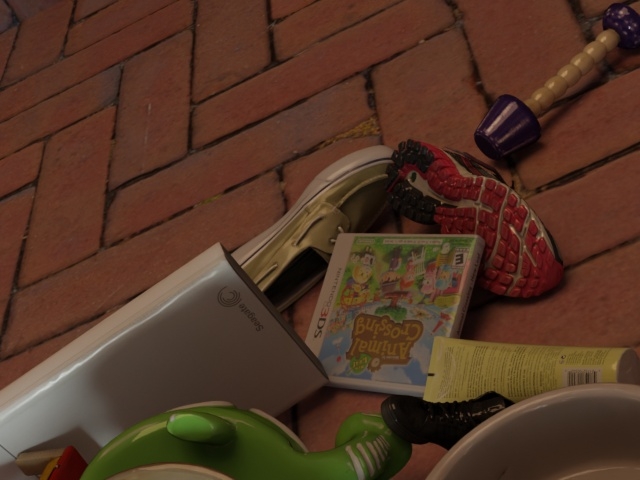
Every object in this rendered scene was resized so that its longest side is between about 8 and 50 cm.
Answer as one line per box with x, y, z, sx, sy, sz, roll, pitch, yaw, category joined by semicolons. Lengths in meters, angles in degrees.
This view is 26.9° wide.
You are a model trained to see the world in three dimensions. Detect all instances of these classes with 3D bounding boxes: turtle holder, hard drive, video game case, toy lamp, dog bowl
-0.094;0.254;1.318;0.320;0.243;0.227;-53;-6;3;turtle holder
-0.194;0.180;1.494;0.353;0.233;0.047;-34;38;4;hard drive
0.078;0.082;1.553;0.212;0.023;0.193;1;66;42;video game case
0.313;-0.206;1.763;0.275;0.080;0.080;-40;32;-17;toy lamp
0.224;0.267;1.161;0.349;0.102;0.348;-22;34;16;dog bowl

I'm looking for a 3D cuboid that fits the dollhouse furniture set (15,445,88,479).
-0.263;0.398;1.320;0.152;0.201;0.374;-15;30;27;dollhouse furniture set

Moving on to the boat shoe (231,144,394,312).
0.000;0.000;1.745;0.302;0.109;0.094;-41;47;2;boat shoe

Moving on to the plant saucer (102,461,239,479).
-0.135;0.330;1.142;0.278;0.041;0.277;-7;67;16;plant saucer

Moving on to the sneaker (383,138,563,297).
0.199;-0.036;1.602;0.299;0.112;0.120;48;123;47;sneaker

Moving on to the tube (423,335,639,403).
0.211;0.140;1.384;0.240;0.062;0.070;-4;23;37;tube

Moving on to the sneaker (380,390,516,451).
0.149;0.175;1.319;0.089;0.170;0.051;-43;32;32;sneaker
